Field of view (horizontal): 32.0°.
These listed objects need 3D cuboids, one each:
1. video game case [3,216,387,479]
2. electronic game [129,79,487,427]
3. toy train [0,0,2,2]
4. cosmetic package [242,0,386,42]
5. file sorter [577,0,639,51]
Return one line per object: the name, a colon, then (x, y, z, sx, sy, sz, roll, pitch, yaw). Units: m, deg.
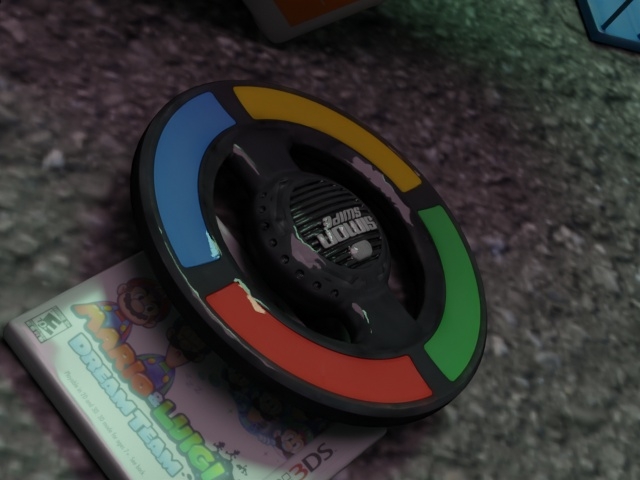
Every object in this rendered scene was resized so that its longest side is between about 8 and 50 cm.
video game case: (-0.060, 0.074, 0.576, 0.143, 0.019, 0.157, -31, 77, -41)
electronic game: (0.000, 0.000, 0.626, 0.229, 0.048, 0.229, 24, 42, -23)
toy train: (-0.224, -0.150, 0.637, 0.083, 0.017, 0.023, 7, 46, -26)
cosmetic package: (0.119, -0.309, 0.637, 0.230, 0.453, 0.161, 47, 28, -54)
file sorter: (0.312, -0.232, 0.953, 0.170, 0.104, 0.118, 7, 55, -26)
